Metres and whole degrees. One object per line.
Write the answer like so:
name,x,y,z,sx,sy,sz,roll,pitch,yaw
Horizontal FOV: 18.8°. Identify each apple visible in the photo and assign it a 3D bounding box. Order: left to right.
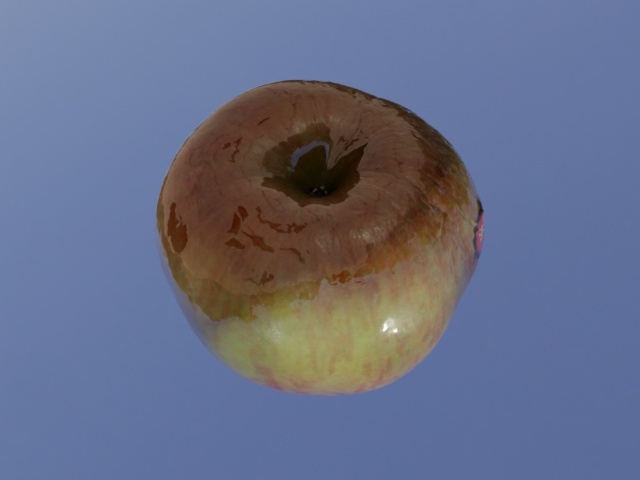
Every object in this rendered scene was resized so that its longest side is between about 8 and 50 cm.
apple,-0.003,0.001,0.731,0.126,0.102,0.126,2,-130,-2
